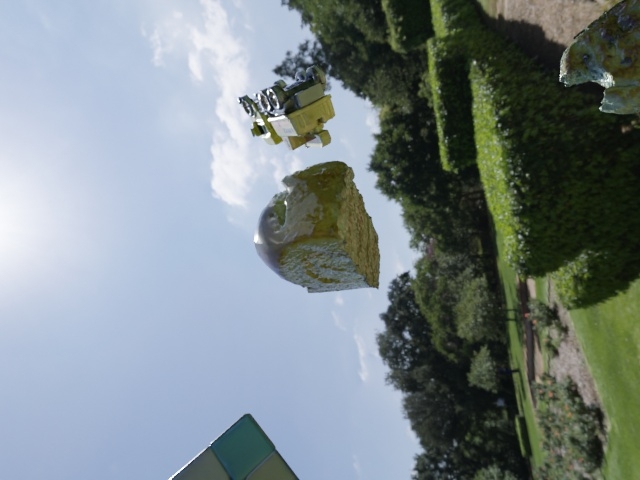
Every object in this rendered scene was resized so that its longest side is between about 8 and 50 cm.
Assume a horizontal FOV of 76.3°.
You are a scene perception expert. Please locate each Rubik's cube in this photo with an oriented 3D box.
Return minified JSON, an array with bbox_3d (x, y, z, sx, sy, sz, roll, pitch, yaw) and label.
[{"bbox_3d":[-0.187,0.698,0.965,0.346,0.347,0.345,-33,-33,-24],"label":"Rubik's cube"}]

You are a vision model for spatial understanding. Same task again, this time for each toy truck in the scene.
[{"bbox_3d":[-0.068,-0.279,0.912,0.272,0.124,0.157,22,141,59],"label":"toy truck"}]

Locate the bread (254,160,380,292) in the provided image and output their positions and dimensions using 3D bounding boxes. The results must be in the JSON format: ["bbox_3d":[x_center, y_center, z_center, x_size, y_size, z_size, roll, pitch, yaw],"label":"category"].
[{"bbox_3d":[-0.002,0.005,1.084,0.395,0.263,0.240,56,-150,-55],"label":"bread"}]

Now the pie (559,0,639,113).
[{"bbox_3d":[0.696,-0.411,0.880,0.066,0.302,0.303,27,-125,-51],"label":"pie"}]
